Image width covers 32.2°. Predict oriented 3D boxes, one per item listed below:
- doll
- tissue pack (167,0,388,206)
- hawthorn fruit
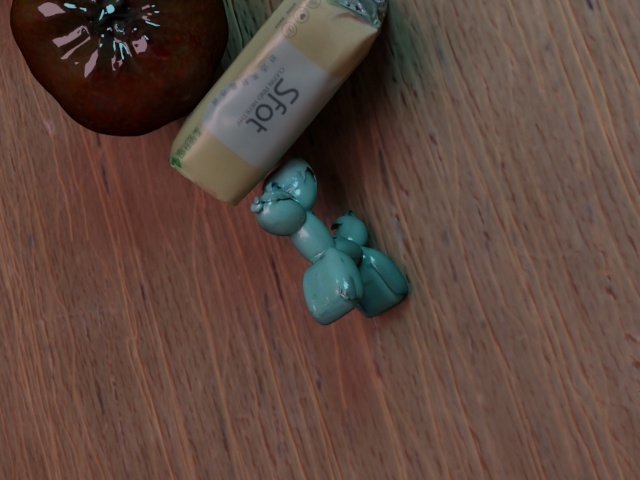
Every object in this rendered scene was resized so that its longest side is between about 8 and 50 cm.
[{"bbox_3d":[0.000,0.000,1.008,0.059,0.159,0.159,-37,67,27],"label":"doll"},{"bbox_3d":[-0.033,-0.152,1.026,0.090,0.186,0.222,40,109,-8],"label":"tissue pack"},{"bbox_3d":[-0.193,-0.196,1.106,0.208,0.248,0.208,1,81,-4],"label":"hawthorn fruit"}]
